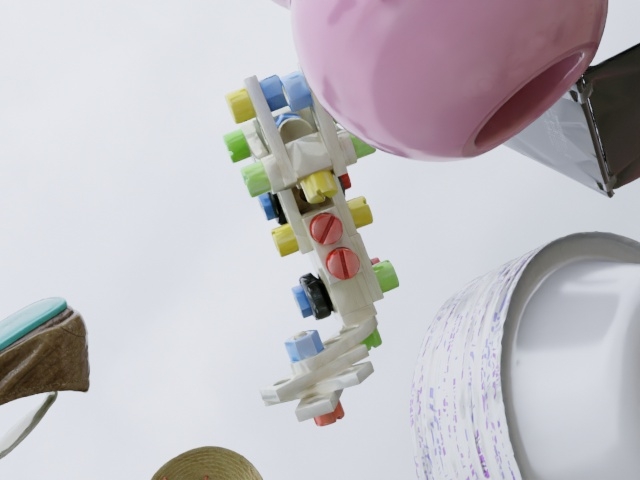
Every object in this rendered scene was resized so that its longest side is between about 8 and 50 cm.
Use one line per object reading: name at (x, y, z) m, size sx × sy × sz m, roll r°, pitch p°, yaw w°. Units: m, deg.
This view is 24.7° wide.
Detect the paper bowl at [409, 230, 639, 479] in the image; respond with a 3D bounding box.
paper bowl at (0.206, 0.129, 0.946) m, size 0.148 × 0.284 × 0.284 m, roll -31°, pitch 1°, yaw 45°

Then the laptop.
laptop at (0.339, -0.230, 1.762) m, size 0.236 × 0.408 × 0.382 m, roll -58°, pitch -23°, yaw -7°

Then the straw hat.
straw hat at (-0.133, 0.310, 1.695) m, size 0.144 × 0.144 × 0.061 m, roll -49°, pitch -11°, yaw -17°

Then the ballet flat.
ballet flat at (-0.362, 0.172, 1.374) m, size 0.342 × 0.116 × 0.124 m, roll -26°, pitch -74°, yaw -29°

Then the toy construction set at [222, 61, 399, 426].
toy construction set at (0.000, 0.000, 1.344) m, size 0.215 × 0.151 × 0.327 m, roll -153°, pitch 57°, yaw -80°

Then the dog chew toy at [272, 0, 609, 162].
dog chew toy at (0.032, -0.212, 0.955) m, size 0.207 × 0.332 × 0.206 m, roll -36°, pitch -15°, yaw -11°
